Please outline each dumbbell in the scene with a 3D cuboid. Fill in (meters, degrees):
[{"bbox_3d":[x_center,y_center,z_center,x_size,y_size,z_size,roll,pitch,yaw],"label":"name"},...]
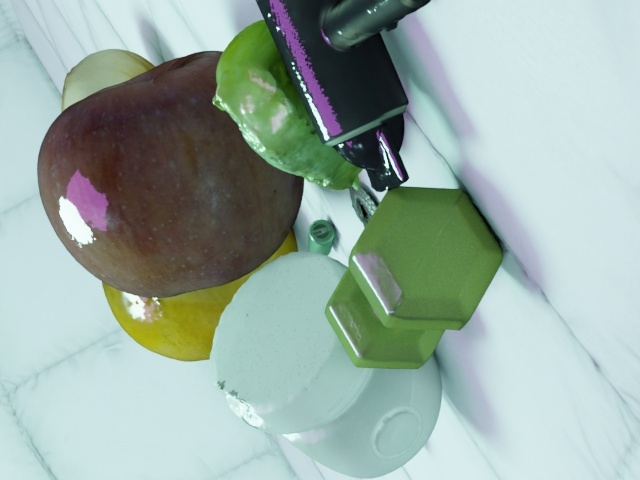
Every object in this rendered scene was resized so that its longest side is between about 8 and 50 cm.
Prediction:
[{"bbox_3d":[0.074,0.040,1.267,0.108,0.121,0.302,31,166,2],"label":"dumbbell"}]

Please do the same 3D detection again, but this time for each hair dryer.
[{"bbox_3d":[0.043,-0.137,1.037,0.195,0.078,0.248,65,162,-2],"label":"hair dryer"}]

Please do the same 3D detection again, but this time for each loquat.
[{"bbox_3d":[-0.157,0.027,1.922,0.263,0.263,0.263,57,169,17],"label":"loquat"}]

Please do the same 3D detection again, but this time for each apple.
[{"bbox_3d":[-0.151,-0.065,1.560,0.306,0.306,0.235,-161,49,-75],"label":"apple"}]

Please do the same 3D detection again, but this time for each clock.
[{"bbox_3d":[0.050,-0.025,1.472,0.074,0.010,0.083,60,169,4],"label":"clock"}]

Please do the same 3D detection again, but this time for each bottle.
[{"bbox_3d":[0.000,0.000,1.724,0.030,0.030,0.083,58,170,12],"label":"bottle"}]

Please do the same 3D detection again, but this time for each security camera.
[{"bbox_3d":[0.024,0.140,1.535,0.236,0.194,0.194,37,-172,-41],"label":"security camera"}]

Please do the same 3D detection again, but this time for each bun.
[{"bbox_3d":[-0.266,-0.141,2.181,0.299,0.165,0.299,-10,-90,-82],"label":"bun"}]

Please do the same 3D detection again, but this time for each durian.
[{"bbox_3d":[-0.021,-0.113,1.246,0.250,0.101,0.139,21,-119,-75],"label":"durian"}]
